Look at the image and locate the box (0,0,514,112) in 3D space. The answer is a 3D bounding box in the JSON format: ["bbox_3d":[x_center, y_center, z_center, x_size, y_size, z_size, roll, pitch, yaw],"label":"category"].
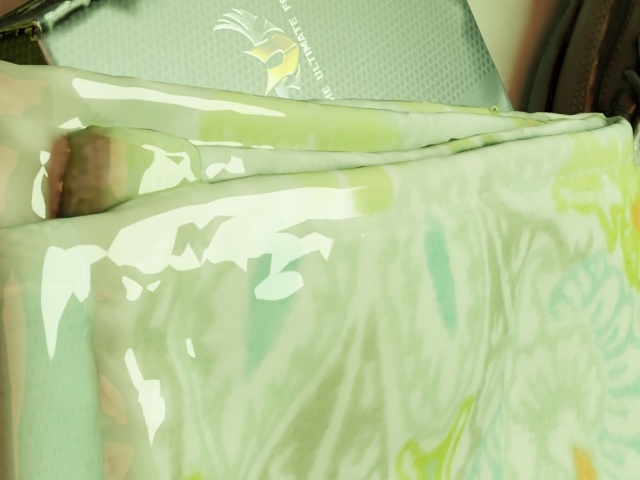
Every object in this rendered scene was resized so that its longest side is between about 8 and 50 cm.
[{"bbox_3d":[0.000,0.000,0.616,0.183,0.059,0.233,-39,109,-42],"label":"box"}]

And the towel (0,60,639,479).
[{"bbox_3d":[0.014,0.147,0.458,0.320,0.090,0.375,-6,93,-59],"label":"towel"}]

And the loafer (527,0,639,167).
[{"bbox_3d":[0.153,-0.070,0.739,0.109,0.095,0.303,20,71,-31],"label":"loafer"}]
